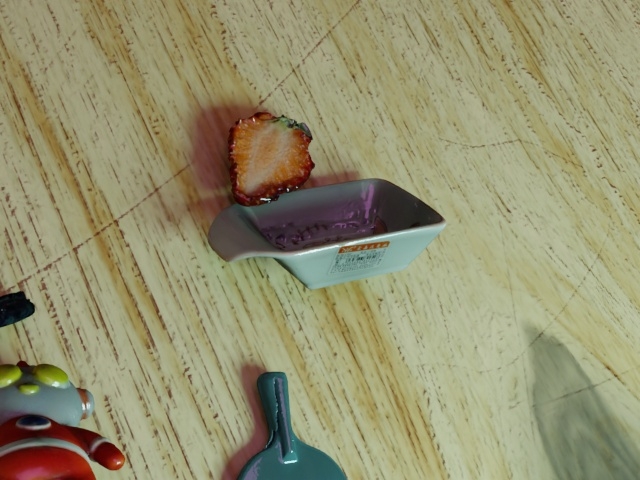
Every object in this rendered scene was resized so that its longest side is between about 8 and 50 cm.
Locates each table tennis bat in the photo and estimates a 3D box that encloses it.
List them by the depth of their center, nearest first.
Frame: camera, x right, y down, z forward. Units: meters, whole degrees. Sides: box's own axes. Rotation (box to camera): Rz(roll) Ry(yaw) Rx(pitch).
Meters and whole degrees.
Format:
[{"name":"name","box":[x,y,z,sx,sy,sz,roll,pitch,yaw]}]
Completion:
[{"name":"table tennis bat","box":[-0.031,0.225,0.980,0.124,0.033,0.201,-3,68,-22]}]

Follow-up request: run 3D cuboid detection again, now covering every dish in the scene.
[{"name":"dish","box":[0.000,0.000,1.061,0.234,0.064,0.154,-10,26,-23]}]

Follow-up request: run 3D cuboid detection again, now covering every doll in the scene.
[{"name":"doll","box":[-0.246,0.162,0.850,0.142,0.076,0.245,4,20,-22]}]

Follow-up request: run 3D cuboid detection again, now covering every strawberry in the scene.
[{"name":"strawberry","box":[-0.062,-0.087,1.111,0.104,0.048,0.152,29,50,-2]}]

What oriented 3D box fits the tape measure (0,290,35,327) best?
[{"name":"tape measure","box":[-0.386,0.148,0.843,0.098,0.215,0.351,39,15,3]}]
